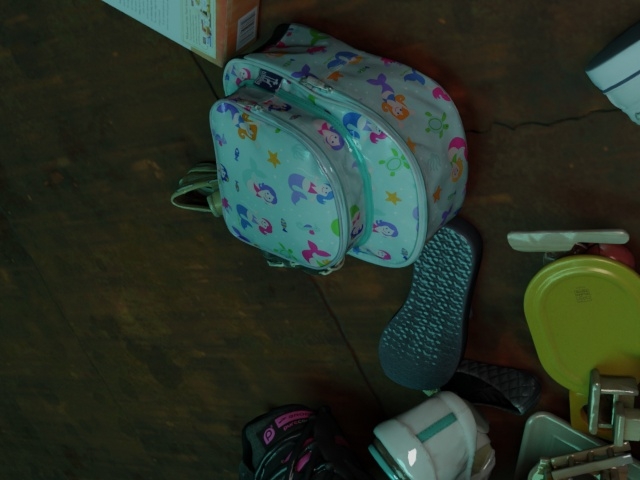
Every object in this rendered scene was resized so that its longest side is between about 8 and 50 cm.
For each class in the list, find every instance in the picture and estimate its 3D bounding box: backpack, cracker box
[{"bbox_3d":[0.018,-0.085,1.362,0.253,0.191,0.225,19,135,25],"label":"backpack"},{"bbox_3d":[-0.171,-0.309,1.431,0.232,0.067,0.156,31,140,20],"label":"cracker box"}]

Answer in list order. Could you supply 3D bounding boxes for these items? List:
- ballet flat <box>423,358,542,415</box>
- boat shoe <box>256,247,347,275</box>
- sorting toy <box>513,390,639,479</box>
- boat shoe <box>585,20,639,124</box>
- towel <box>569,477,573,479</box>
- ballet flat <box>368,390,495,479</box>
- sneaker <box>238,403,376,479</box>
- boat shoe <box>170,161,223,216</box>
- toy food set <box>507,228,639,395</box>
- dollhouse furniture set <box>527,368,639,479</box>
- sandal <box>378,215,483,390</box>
[{"bbox_3d":[0.179,0.171,1.541,0.173,0.049,0.057,-3,120,47],"label":"ballet flat"},{"bbox_3d":[0.000,0.000,1.547,0.219,0.077,0.070,4,126,53],"label":"boat shoe"},{"bbox_3d":[0.320,0.280,1.508,0.196,0.047,0.348,24,139,21],"label":"sorting toy"},{"bbox_3d":[0.324,-0.161,1.063,0.084,0.095,0.258,49,155,-9],"label":"boat shoe"},{"bbox_3d":[0.226,0.418,1.480,0.121,0.235,0.284,-113,-2,-64],"label":"towel"},{"bbox_3d":[0.147,0.255,1.557,0.139,0.139,0.400,35,172,16],"label":"ballet flat"},{"bbox_3d":[-0.021,0.317,1.689,0.202,0.185,0.483,66,163,-6],"label":"sneaker"},{"bbox_3d":[-0.106,-0.053,1.599,0.190,0.072,0.068,-2,122,46],"label":"boat shoe"},{"bbox_3d":[0.273,0.055,1.334,0.128,0.071,0.218,-8,123,21],"label":"toy food set"},{"bbox_3d":[0.255,0.233,1.282,0.101,0.182,0.161,3,109,7],"label":"dollhouse furniture set"},{"bbox_3d":[0.135,0.074,1.505,0.097,0.054,0.255,28,131,14],"label":"sandal"}]
